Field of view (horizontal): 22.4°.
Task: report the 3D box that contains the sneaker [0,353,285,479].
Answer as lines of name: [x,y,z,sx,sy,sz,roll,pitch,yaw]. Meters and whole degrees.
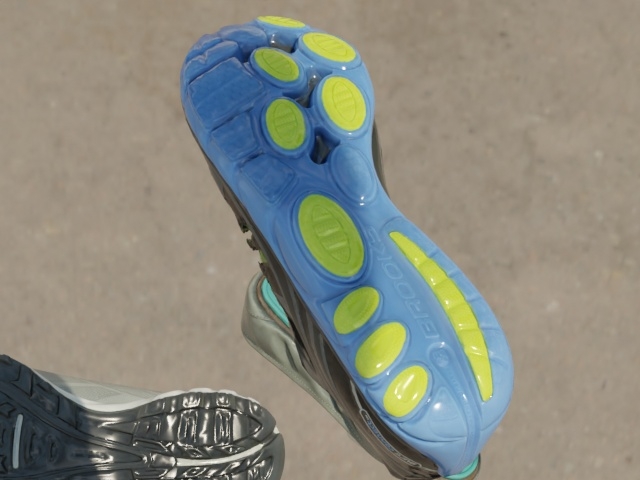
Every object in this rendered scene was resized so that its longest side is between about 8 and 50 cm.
sneaker: [-0.164,0.133,1.048,0.271,0.108,0.100,11,80,-11]

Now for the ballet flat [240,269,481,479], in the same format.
ballet flat: [0.026,0.103,1.138,0.213,0.068,0.072,44,53,16]

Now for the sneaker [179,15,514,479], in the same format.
sneaker: [0.000,0.000,0.542,0.067,0.078,0.188,-17,60,-19]
